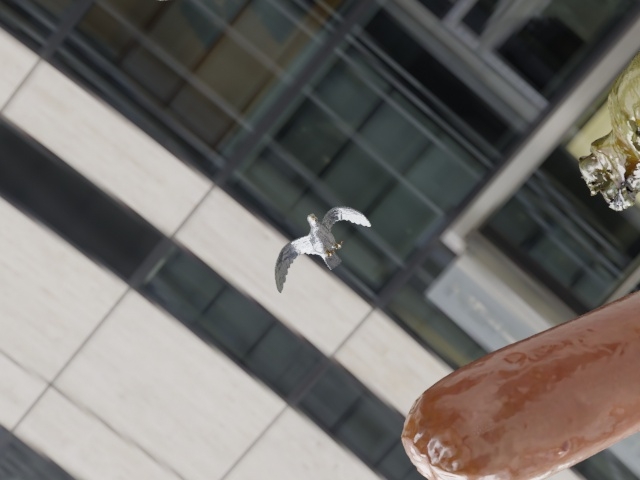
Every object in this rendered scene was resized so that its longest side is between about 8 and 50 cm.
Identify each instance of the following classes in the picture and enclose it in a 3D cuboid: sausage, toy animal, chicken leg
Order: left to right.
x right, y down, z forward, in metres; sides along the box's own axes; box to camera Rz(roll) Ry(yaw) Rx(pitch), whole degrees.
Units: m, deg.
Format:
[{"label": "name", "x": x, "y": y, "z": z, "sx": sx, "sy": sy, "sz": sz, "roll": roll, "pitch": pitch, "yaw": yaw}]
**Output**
[{"label": "toy animal", "x": 0.001, "y": 0.000, "z": 0.944, "sx": 0.028, "sy": 0.084, "sz": 0.050, "roll": 46, "pitch": 159, "yaw": 18}, {"label": "sausage", "x": 0.187, "y": 0.125, "z": 1.108, "sx": 0.113, "sy": 0.259, "sz": 0.114, "roll": 55, "pitch": 157, "yaw": 36}, {"label": "chicken leg", "x": 0.231, "y": -0.077, "z": 0.888, "sx": 0.088, "sy": 0.103, "sz": 0.228, "roll": 59, "pitch": 168, "yaw": 14}]
